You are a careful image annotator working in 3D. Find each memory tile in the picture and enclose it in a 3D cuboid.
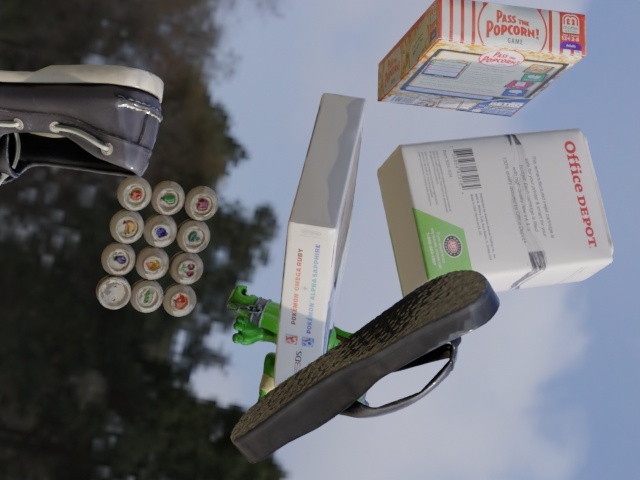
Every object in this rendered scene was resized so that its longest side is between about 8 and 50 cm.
[{"bbox_3d":[-0.175,0.008,1.774,0.012,0.113,0.148,-135,-123,-67],"label":"memory tile"}]

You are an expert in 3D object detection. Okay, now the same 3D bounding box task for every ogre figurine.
[{"bbox_3d":[-0.020,0.127,1.800,0.097,0.118,0.197,-40,126,-48],"label":"ogre figurine"}]

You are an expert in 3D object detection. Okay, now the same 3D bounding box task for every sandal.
[{"bbox_3d":[0.040,0.098,1.223,0.254,0.054,0.097,-35,-170,35],"label":"sandal"}]

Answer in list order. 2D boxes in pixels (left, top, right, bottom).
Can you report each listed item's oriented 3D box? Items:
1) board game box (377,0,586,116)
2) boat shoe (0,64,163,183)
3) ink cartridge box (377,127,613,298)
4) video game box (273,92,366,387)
[{"bbox_3d":[0.152,-0.174,1.609,0.193,0.147,0.045,140,-47,-70],"label":"board game box"},{"bbox_3d":[-0.194,-0.064,0.989,0.075,0.206,0.065,38,51,-72],"label":"boat shoe"},{"bbox_3d":[0.236,-0.034,2.255,0.115,0.273,0.198,131,-50,-66],"label":"ink cartridge box"},{"bbox_3d":[0.000,0.000,1.476,0.205,0.048,0.187,-76,172,-53],"label":"video game box"}]
